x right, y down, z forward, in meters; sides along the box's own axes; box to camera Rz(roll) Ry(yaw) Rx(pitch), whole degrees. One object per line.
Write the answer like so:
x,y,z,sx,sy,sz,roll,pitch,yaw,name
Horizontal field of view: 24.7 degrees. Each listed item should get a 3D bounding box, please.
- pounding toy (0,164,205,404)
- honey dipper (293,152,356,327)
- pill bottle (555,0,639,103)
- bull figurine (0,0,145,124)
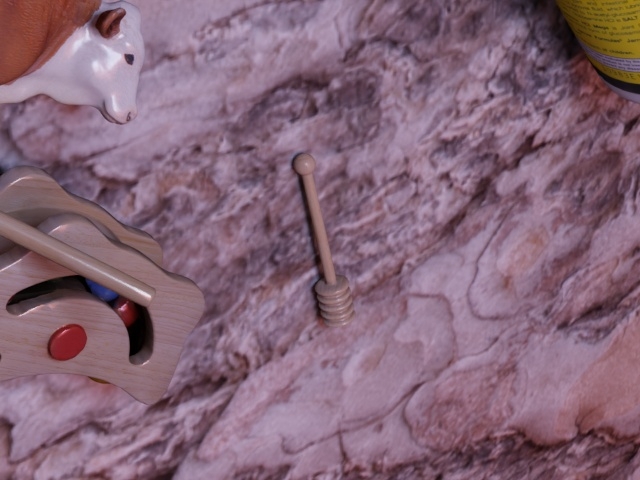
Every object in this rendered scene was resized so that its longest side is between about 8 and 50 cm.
-0.184,0.057,0.976,0.154,0.155,0.269,-50,140,5,pounding toy
0.000,0.000,1.219,0.030,0.030,0.161,-32,124,-28,honey dipper
0.259,-0.278,1.214,0.188,0.188,0.334,-53,134,-11,pill bottle
-0.238,-0.148,0.886,0.188,0.101,0.310,-50,134,-11,bull figurine
